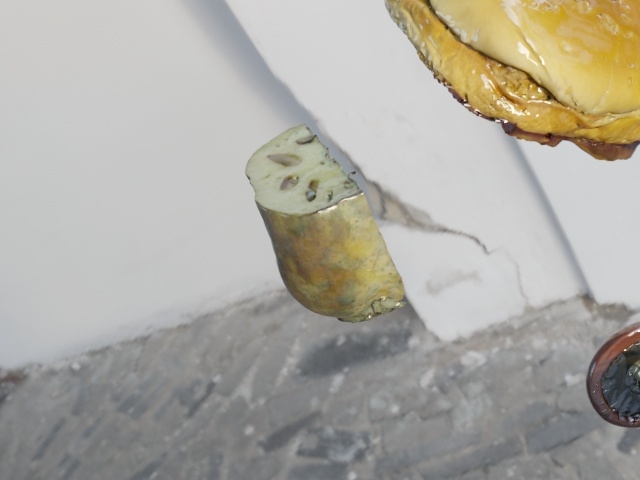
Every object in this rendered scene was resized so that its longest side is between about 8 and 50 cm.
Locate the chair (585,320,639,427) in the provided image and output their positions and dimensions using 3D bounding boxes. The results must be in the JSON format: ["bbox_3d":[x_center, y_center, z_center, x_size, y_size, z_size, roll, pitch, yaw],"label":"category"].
[{"bbox_3d":[0.560,0.280,1.596,0.226,0.226,0.401,-30,29,7],"label":"chair"}]

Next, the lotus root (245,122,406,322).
[{"bbox_3d":[0.000,0.004,1.495,0.149,0.260,0.267,-25,33,-6],"label":"lotus root"}]

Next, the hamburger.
[{"bbox_3d":[0.231,-0.221,1.077,0.174,0.304,0.284,-58,44,41],"label":"hamburger"}]
